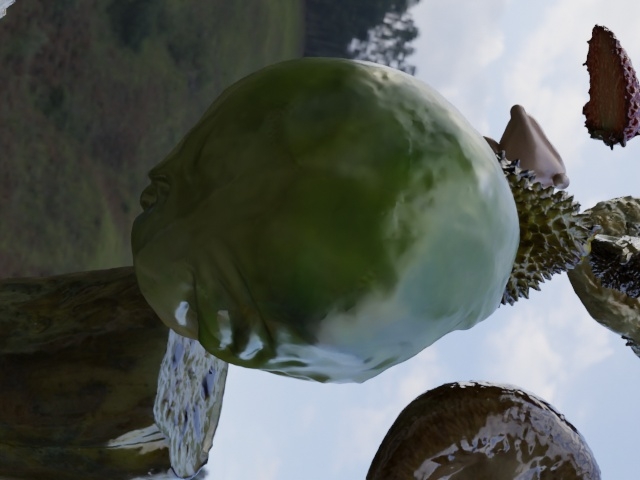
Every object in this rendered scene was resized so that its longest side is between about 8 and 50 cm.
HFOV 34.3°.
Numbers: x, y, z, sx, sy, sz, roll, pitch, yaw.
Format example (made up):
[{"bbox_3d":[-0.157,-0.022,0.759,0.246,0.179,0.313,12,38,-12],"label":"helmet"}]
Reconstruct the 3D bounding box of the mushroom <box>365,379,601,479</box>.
[{"bbox_3d":[0.213,0.346,1.354,0.331,0.334,0.356,52,-4,13],"label":"mushroom"}]

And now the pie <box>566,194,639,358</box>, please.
[{"bbox_3d":[0.558,0.071,1.746,0.077,0.339,0.339,124,-35,-50],"label":"pie"}]

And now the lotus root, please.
[{"bbox_3d":[-0.292,0.154,1.176,0.250,0.346,0.250,0,90,-81],"label":"lotus root"}]

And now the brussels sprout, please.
[{"bbox_3d":[0.000,0.000,0.892,0.268,0.344,0.344,-80,-163,-46],"label":"brussels sprout"}]

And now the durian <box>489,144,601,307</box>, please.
[{"bbox_3d":[0.226,-0.015,1.459,0.293,0.258,0.258,21,-77,36],"label":"durian"}]

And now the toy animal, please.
[{"bbox_3d":[0.291,-0.109,1.697,0.197,0.171,0.171,-34,-132,28],"label":"toy animal"}]

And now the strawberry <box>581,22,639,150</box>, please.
[{"bbox_3d":[0.515,-0.261,1.771,0.167,0.087,0.208,-120,-150,-71],"label":"strawberry"}]

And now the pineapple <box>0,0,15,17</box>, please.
[{"bbox_3d":[-0.414,-0.174,0.859,0.334,0.158,0.161,-44,-172,-18],"label":"pineapple"}]

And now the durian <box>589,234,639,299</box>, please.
[{"bbox_3d":[0.449,0.040,1.495,0.148,0.188,0.091,11,-87,23],"label":"durian"}]
